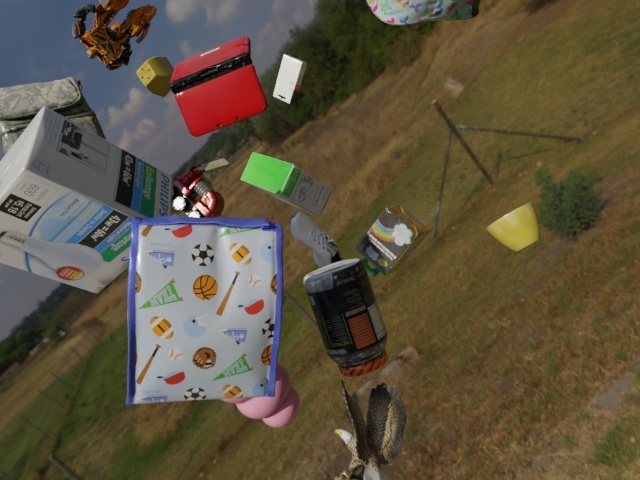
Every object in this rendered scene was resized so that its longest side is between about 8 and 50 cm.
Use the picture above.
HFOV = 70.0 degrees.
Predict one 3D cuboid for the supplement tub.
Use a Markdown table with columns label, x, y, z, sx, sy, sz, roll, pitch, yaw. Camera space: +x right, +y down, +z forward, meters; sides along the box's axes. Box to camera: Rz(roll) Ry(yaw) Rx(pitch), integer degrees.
| label | x | y | z | sx | sy | sz | roll | pitch | yaw |
| --- | --- | --- | --- | --- | --- | --- | --- | --- | --- |
| supplement tub | 0.088 | 0.243 | 1.462 | 0.206 | 0.339 | 0.207 | -18 | 3 | 1 |

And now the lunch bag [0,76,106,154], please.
| label | x | y | z | sx | sy | sz | roll | pitch | yaw |
| --- | --- | --- | --- | --- | --- | --- | --- | --- | --- |
| lunch bag | -0.888 | -0.379 | 1.470 | 0.304 | 0.256 | 0.212 | -25 | 1 | -29 |

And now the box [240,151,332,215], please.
| label | x | y | z | sx | sy | sz | roll | pitch | yaw |
| --- | --- | --- | --- | --- | --- | --- | --- | --- | --- |
| box | -0.130 | -0.219 | 1.751 | 0.261 | 0.231 | 0.127 | 25 | 89 | 43 |

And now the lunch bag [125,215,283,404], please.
| label | x | y | z | sx | sy | sz | roll | pitch | yaw |
| --- | --- | --- | --- | --- | --- | --- | --- | --- | --- |
| lunch bag | -0.255 | 0.135 | 1.023 | 0.239 | 0.327 | 0.386 | -134 | 47 | -66 |

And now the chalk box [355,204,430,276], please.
| label | x | y | z | sx | sy | sz | roll | pitch | yaw |
| --- | --- | --- | --- | --- | --- | --- | --- | --- | --- |
| chalk box | 0.286 | 0.019 | 1.924 | 0.289 | 0.180 | 0.179 | -54 | -19 | 25 |

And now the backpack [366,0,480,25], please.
| label | x | y | z | sx | sy | sz | roll | pitch | yaw |
| --- | --- | --- | --- | --- | --- | --- | --- | --- | --- |
| backpack | 0.229 | -0.601 | 1.030 | 0.253 | 0.191 | 0.225 | -14 | 59 | -2 |

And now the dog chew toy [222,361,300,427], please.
| label | x | y | z | sx | sy | sz | roll | pitch | yaw |
| --- | --- | --- | --- | --- | --- | --- | --- | --- | --- |
| dog chew toy | -0.185 | 0.425 | 1.354 | 0.206 | 0.332 | 0.207 | -35 | 20 | 15 |

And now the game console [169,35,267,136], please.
| label | x | y | z | sx | sy | sz | roll | pitch | yaw |
| --- | --- | --- | --- | --- | --- | --- | --- | --- | --- |
| game console | -0.170 | -0.263 | 0.775 | 0.143 | 0.085 | 0.124 | -18 | 45 | 9 |

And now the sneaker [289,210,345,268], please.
| label | x | y | z | sx | sy | sz | roll | pitch | yaw |
| --- | --- | --- | --- | --- | --- | --- | --- | --- | --- |
| sneaker | 0.000 | 0.000 | 1.675 | 0.129 | 0.297 | 0.111 | 12 | 60 | 50 |

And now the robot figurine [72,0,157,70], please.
| label | x | y | z | sx | sy | sz | roll | pitch | yaw |
| --- | --- | --- | --- | --- | --- | --- | --- | --- | --- |
| robot figurine | -0.688 | -0.723 | 1.535 | 0.084 | 0.211 | 0.291 | 10 | 66 | 38 |

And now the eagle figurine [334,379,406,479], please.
| label | x | y | z | sx | sy | sz | roll | pitch | yaw |
| --- | --- | --- | --- | --- | --- | --- | --- | --- | --- |
| eagle figurine | 0.134 | 0.589 | 1.378 | 0.226 | 0.224 | 0.299 | 42 | -116 | -78 |

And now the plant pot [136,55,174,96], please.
| label | x | y | z | sx | sy | sz | roll | pitch | yaw |
| --- | --- | --- | --- | --- | --- | --- | --- | --- | --- |
| plant pot | -0.460 | -0.459 | 1.271 | 0.081 | 0.081 | 0.083 | -34 | 0 | 24 |

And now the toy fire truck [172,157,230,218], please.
| label | x | y | z | sx | sy | sz | roll | pitch | yaw |
| --- | --- | --- | --- | --- | --- | --- | --- | --- | --- |
| toy fire truck | -0.438 | -0.200 | 1.749 | 0.246 | 0.217 | 0.158 | -49 | -10 | 8 |

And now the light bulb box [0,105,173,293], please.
| label | x | y | z | sx | sy | sz | roll | pitch | yaw |
| --- | --- | --- | --- | --- | --- | --- | --- | --- | --- |
| light bulb box | -0.639 | -0.079 | 1.188 | 0.357 | 0.361 | 0.226 | -33 | 48 | 26 |

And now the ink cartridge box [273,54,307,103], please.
| label | x | y | z | sx | sy | sz | roll | pitch | yaw |
| --- | --- | --- | --- | --- | --- | --- | --- | --- | --- |
| ink cartridge box | -0.085 | -0.441 | 1.252 | 0.029 | 0.062 | 0.115 | -29 | -36 | -57 |

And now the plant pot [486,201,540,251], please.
| label | x | y | z | sx | sy | sz | roll | pitch | yaw |
| --- | --- | --- | --- | --- | --- | --- | --- | --- | --- |
| plant pot | 0.532 | -0.027 | 1.228 | 0.134 | 0.095 | 0.134 | -26 | -13 | -7 |
